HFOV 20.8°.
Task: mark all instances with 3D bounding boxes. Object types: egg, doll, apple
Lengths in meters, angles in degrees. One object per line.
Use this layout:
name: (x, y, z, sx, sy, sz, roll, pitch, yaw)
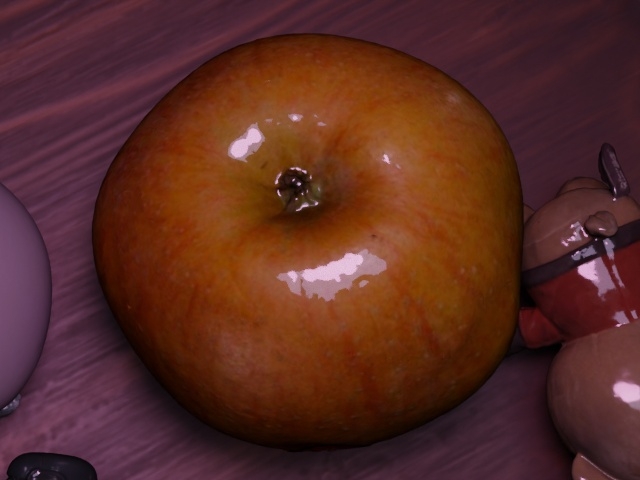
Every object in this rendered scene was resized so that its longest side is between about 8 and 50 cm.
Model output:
egg: (-0.334, 0.052, 1.605, 0.176, 0.176, 0.231, -11, 79, -10)
doll: (0.292, 0.082, 1.694, 0.235, 0.174, 0.330, -21, 81, -18)
apple: (0.000, 0.000, 1.586, 0.400, 0.333, 0.400, 2, 79, -9)

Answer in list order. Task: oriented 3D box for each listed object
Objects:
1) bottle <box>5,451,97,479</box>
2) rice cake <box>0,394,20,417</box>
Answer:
bottle: (-0.261, 0.327, 1.571, 0.143, 0.156, 0.271, 5, 82, -1)
rice cake: (-0.367, 0.172, 1.650, 0.171, 0.033, 0.029, -17, 78, -11)
